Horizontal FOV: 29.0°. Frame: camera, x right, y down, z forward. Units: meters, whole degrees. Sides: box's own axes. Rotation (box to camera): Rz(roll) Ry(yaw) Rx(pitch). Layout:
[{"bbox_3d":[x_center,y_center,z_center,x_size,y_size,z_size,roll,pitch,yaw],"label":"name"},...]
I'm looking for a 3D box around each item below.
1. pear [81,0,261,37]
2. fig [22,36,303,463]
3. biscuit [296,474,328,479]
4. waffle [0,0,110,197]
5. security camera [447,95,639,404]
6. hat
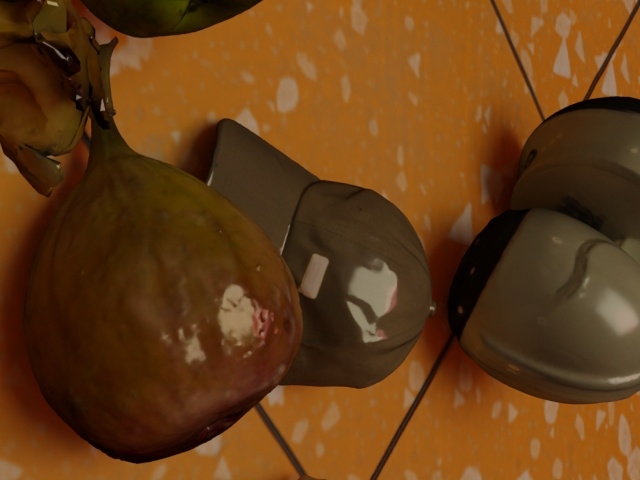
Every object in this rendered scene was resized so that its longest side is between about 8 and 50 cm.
[{"bbox_3d":[-0.071,-0.218,0.730,0.187,0.187,0.219,41,49,-41],"label":"pear"},{"bbox_3d":[-0.103,-0.004,0.729,0.159,0.159,0.257,6,64,-51],"label":"fig"},{"bbox_3d":[-0.061,0.274,0.762,0.309,0.040,0.204,-15,102,-66],"label":"biscuit"},{"bbox_3d":[-0.181,-0.216,0.491,0.095,0.379,0.382,-25,129,-8],"label":"waffle"},{"bbox_3d":[0.225,0.022,1.077,0.277,0.191,0.197,-54,170,-36],"label":"security camera"},{"bbox_3d":[0.000,0.000,0.855,0.173,0.144,0.166,64,35,-58],"label":"hat"}]
